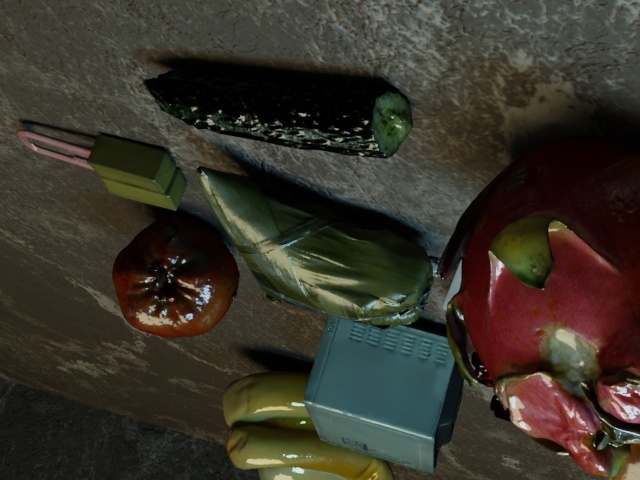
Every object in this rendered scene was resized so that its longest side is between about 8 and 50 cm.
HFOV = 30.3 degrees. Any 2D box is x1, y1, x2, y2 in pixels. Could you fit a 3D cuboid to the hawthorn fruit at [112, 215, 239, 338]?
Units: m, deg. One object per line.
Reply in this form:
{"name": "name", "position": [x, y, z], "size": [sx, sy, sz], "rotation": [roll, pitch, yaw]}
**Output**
{"name": "hawthorn fruit", "position": [-0.207, 0.060, 1.737], "size": [0.185, 0.185, 0.202], "rotation": [18, 176, 5]}

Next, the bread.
{"name": "bread", "position": [-0.019, 0.409, 2.396], "size": [0.329, 0.245, 0.424], "rotation": [-2, 156, 47]}

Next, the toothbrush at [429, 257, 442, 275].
{"name": "toothbrush", "position": [0.043, 0.026, 1.624], "size": [0.288, 0.024, 0.026], "rotation": [4, 170, 35]}

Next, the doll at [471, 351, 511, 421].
{"name": "doll", "position": [0.320, 0.241, 1.868], "size": [0.127, 0.088, 0.249], "rotation": [30, 163, 45]}

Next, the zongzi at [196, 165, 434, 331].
{"name": "zongzi", "position": [0.000, 0.000, 1.448], "size": [0.250, 0.125, 0.274], "rotation": [10, 153, 28]}

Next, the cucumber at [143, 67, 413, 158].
{"name": "cucumber", "position": [-0.053, -0.135, 1.206], "size": [0.300, 0.072, 0.072], "rotation": [11, 160, 27]}

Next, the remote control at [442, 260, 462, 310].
{"name": "remote control", "position": [0.218, 0.069, 1.528], "size": [0.103, 0.034, 0.250], "rotation": [30, 163, 10]}

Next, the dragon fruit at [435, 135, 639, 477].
{"name": "dragon fruit", "position": [0.243, 0.071, 1.086], "size": [0.305, 0.226, 0.305], "rotation": [19, 131, 24]}

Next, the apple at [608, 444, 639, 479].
{"name": "apple", "position": [0.502, 0.328, 1.816], "size": [0.147, 0.156, 0.158], "rotation": [-7, 140, 21]}

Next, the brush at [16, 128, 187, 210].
{"name": "brush", "position": [-0.299, -0.104, 1.558], "size": [0.233, 0.047, 0.103], "rotation": [15, 161, 14]}

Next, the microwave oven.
{"name": "microwave oven", "position": [0.107, 0.237, 1.900], "size": [0.237, 0.181, 0.295], "rotation": [14, 161, 11]}
